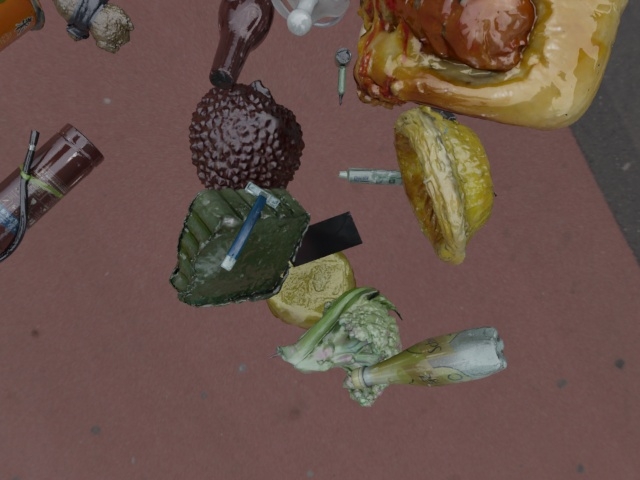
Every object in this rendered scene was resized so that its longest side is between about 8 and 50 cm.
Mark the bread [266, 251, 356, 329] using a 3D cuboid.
[{"bbox_3d":[-0.031,0.125,1.619,0.269,0.148,0.270,-1,74,3],"label":"bread"}]

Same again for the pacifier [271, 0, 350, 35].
[{"bbox_3d":[-0.014,-0.262,0.647,0.081,0.099,0.078,44,53,-42],"label":"pacifier"}]

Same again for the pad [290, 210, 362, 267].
[{"bbox_3d":[0.000,0.000,1.401,0.190,0.004,0.127,-20,137,6],"label":"pad"}]

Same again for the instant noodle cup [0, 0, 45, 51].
[{"bbox_3d":[-0.478,-0.276,0.657,0.230,0.230,0.182,35,73,-9],"label":"instant noodle cup"}]

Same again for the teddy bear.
[{"bbox_3d":[-0.556,-0.555,1.330,0.251,0.129,0.182,45,124,-4],"label":"teddy bear"}]

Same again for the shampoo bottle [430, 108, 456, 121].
[{"bbox_3d":[0.291,-0.317,1.410,0.048,0.137,0.027,-47,126,11],"label":"shampoo bottle"}]

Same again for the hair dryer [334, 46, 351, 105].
[{"bbox_3d":[0.057,-0.447,1.560,0.047,0.071,0.150,5,97,1],"label":"hair dryer"}]

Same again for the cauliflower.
[{"bbox_3d":[0.042,0.224,1.226,0.315,0.257,0.239,-17,133,-8],"label":"cauliflower"}]

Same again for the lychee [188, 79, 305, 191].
[{"bbox_3d":[-0.198,-0.257,1.484,0.305,0.306,0.331,20,92,-8],"label":"lychee"}]

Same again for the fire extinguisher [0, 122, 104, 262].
[{"bbox_3d":[-0.568,-0.078,1.053,0.341,0.105,0.141,-48,131,-15],"label":"fire extinguisher"}]

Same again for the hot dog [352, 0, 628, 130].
[{"bbox_3d":[0.106,-0.173,0.465,0.153,0.257,0.151,10,108,-15],"label":"hot dog"}]

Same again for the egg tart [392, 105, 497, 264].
[{"bbox_3d":[0.283,-0.137,1.299,0.168,0.388,0.388,-16,100,0],"label":"egg tart"}]

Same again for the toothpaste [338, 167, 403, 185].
[{"bbox_3d":[0.157,-0.172,1.543,0.217,0.041,0.064,3,143,-2],"label":"toothpaste"}]

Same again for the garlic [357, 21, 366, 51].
[{"bbox_3d":[0.227,-0.625,1.651,0.249,0.286,0.314,-5,73,5],"label":"garlic"}]

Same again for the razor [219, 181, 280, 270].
[{"bbox_3d":[-0.124,-0.027,0.971,0.068,0.191,0.037,31,136,-11],"label":"razor"}]

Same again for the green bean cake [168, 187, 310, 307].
[{"bbox_3d":[-0.170,0.012,1.160,0.254,0.132,0.241,-8,136,-42],"label":"green bean cake"}]

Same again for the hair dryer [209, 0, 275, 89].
[{"bbox_3d":[-0.219,-0.532,1.180,0.123,0.313,0.341,-3,142,25],"label":"hair dryer"}]

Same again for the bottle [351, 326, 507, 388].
[{"bbox_3d":[0.176,0.211,0.969,0.269,0.083,0.083,-18,101,24],"label":"bottle"}]
